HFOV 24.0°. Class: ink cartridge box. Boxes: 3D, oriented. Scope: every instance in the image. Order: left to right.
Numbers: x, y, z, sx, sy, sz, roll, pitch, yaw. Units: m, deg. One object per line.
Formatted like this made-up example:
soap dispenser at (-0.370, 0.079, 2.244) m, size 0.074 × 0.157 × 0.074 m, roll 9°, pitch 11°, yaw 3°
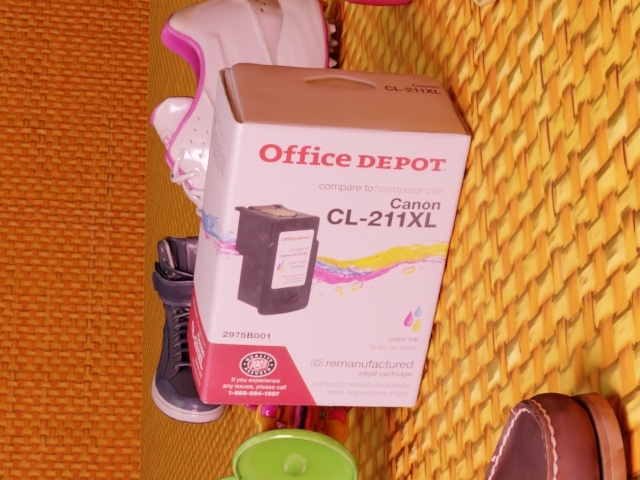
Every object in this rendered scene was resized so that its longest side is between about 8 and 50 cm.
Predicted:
ink cartridge box at (0.000, 0.000, 0.825) m, size 0.072 × 0.127 × 0.175 m, roll -107°, pitch 23°, yaw -58°

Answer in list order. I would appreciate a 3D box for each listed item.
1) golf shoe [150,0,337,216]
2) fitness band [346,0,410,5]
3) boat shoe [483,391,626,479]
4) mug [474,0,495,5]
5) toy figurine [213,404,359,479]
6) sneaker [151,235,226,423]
golf shoe at (-0.059, -0.039, 1.126) m, size 0.115 × 0.140 × 0.306 m, roll 136°, pitch 134°, yaw -72°
fitness band at (0.041, -0.283, 0.888) m, size 0.209 × 0.054 × 0.291 m, roll -105°, pitch 20°, yaw -57°
boat shoe at (0.068, 0.157, 0.581) m, size 0.073 × 0.073 × 0.207 m, roll -125°, pitch 41°, yaw -74°
mug at (0.062, -0.157, 0.735) m, size 0.064 × 0.062 × 0.078 m, roll 157°, pitch 122°, yaw -87°
toy figurine at (-0.016, 0.107, 0.933) m, size 0.173 × 0.130 × 0.159 m, roll 99°, pitch 177°, yaw -48°
sneaker at (-0.142, 0.085, 1.656) m, size 0.226 × 0.086 × 0.163 m, roll -105°, pitch 18°, yaw -61°
